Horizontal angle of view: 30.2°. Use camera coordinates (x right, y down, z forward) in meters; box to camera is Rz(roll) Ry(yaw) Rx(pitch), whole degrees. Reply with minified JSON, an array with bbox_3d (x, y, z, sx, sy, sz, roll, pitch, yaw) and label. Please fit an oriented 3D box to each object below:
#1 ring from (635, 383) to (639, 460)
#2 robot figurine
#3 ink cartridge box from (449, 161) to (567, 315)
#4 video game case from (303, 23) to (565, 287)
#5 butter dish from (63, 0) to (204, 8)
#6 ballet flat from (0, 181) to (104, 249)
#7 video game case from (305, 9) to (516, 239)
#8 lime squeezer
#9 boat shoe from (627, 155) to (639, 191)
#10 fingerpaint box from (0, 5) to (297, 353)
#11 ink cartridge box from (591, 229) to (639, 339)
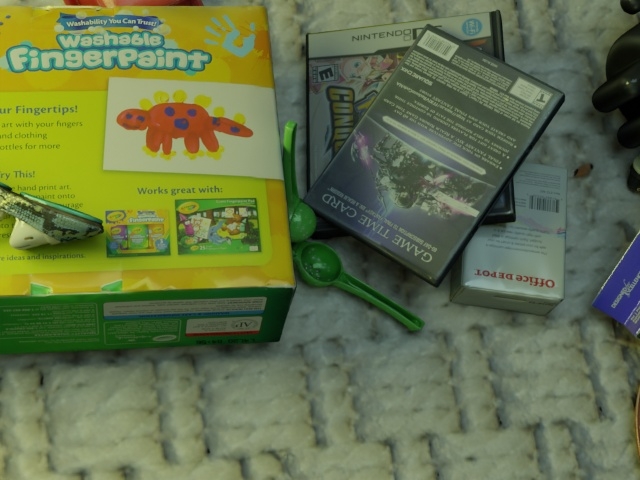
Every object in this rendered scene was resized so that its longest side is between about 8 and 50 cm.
[{"bbox_3d":[0.537,0.243,1.440,0.337,0.032,0.336,3,69,-8],"label":"ring"},{"bbox_3d":[0.484,-0.231,1.525,0.278,0.209,0.173,-35,40,-19],"label":"robot figurine"},{"bbox_3d":[0.229,-0.006,1.454,0.127,0.072,0.175,8,69,-6],"label":"ink cartridge box"},{"bbox_3d":[0.132,-0.106,1.405,0.196,0.026,0.274,32,82,21],"label":"video game case"},{"bbox_3d":[-0.231,-0.318,1.465,0.160,0.118,0.160,-25,75,-17],"label":"butter dish"},{"bbox_3d":[-0.308,-0.026,1.175,0.188,0.070,0.070,23,68,5],"label":"ballet flat"},{"bbox_3d":[0.106,-0.144,1.457,0.248,0.035,0.274,-5,69,11],"label":"video game case"},{"bbox_3d":[0.000,0.000,1.375,0.059,0.110,0.310,-48,121,-28],"label":"lime squeezer"},{"bbox_3d":[0.463,-0.088,1.544,0.133,0.042,0.049,-4,49,-12],"label":"boat shoe"},{"bbox_3d":[-0.270,-0.072,1.325,0.445,0.163,0.371,-2,63,-10],"label":"fingerpaint box"},{"bbox_3d":[0.465,0.049,1.408,0.208,0.045,0.206,31,100,3],"label":"ink cartridge box"}]
